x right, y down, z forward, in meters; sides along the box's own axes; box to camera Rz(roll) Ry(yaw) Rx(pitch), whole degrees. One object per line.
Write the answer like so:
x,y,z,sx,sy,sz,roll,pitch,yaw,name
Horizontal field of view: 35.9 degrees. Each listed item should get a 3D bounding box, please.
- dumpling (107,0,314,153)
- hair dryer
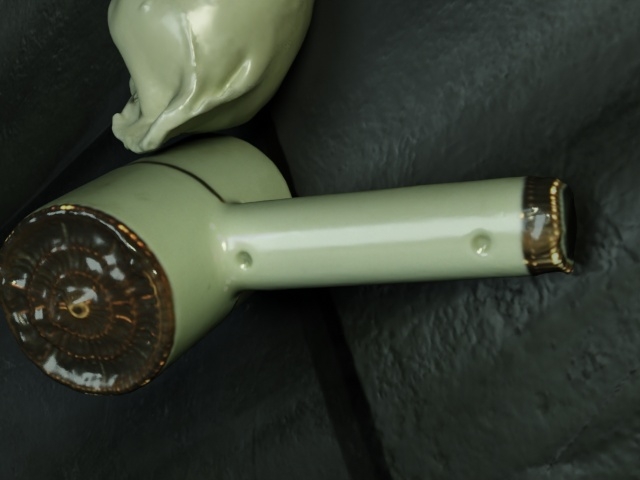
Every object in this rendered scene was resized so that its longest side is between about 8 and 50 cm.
-0.083,-0.158,0.721,0.162,0.132,0.250,-28,38,54,dumpling
0.000,0.000,0.625,0.362,0.203,0.128,-4,106,22,hair dryer
